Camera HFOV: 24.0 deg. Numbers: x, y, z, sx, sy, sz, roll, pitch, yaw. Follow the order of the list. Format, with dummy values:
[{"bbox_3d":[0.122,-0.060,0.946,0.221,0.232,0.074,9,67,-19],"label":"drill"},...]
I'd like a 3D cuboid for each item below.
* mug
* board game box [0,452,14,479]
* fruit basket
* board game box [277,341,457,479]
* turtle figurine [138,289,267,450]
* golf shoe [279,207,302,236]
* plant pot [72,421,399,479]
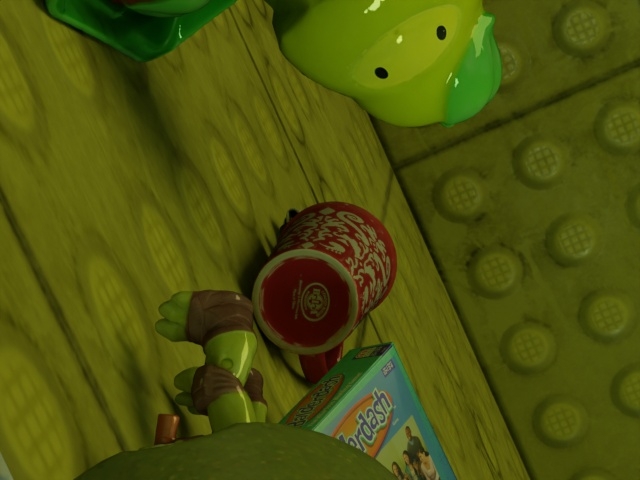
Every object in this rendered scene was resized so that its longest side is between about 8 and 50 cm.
[{"bbox_3d":[0.010,0.050,1.314,0.150,0.113,0.169,64,13,-5],"label":"mug"},{"bbox_3d":[-0.184,0.018,0.500,0.160,0.039,0.211,-59,127,-79],"label":"board game box"},{"bbox_3d":[-0.007,-0.241,1.111,0.283,0.392,0.392,16,52,-78],"label":"fruit basket"},{"bbox_3d":[0.041,0.204,1.087,0.160,0.047,0.210,-40,111,-48],"label":"board game box"},{"bbox_3d":[-0.046,0.130,0.836,0.269,0.087,0.217,63,8,-45],"label":"turtle figurine"},{"bbox_3d":[0.000,0.000,1.501,0.086,0.067,0.186,64,10,-6],"label":"golf shoe"},{"bbox_3d":[-0.009,0.199,0.477,0.276,0.276,0.254,61,-1,-31],"label":"plant pot"}]
